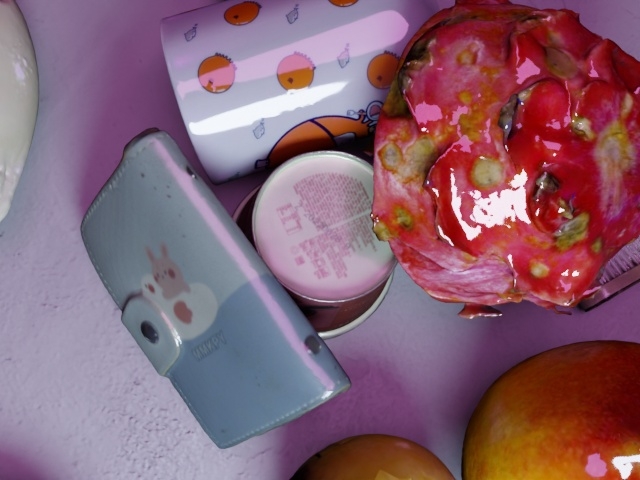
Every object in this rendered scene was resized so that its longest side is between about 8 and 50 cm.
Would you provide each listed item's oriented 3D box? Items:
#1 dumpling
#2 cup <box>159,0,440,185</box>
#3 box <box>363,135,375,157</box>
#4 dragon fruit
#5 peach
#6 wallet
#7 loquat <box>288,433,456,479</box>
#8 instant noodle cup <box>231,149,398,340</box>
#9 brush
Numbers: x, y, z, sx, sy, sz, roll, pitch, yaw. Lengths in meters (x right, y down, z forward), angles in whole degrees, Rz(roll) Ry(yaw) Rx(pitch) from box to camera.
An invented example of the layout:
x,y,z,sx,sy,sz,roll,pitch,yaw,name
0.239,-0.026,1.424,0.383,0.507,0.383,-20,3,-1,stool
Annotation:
x,y,z,sx,sy,sz,roll,pitch,yaw,name
-0.501,-0.182,0.978,0.316,0.233,0.395,-14,93,22,dumpling
-0.012,-0.216,0.978,0.317,0.212,0.212,-17,80,1,cup
0.192,-0.108,1.102,0.247,0.033,0.129,31,77,0,box
0.245,-0.085,0.891,0.371,0.249,0.386,-20,111,-41,dragon fruit
0.307,0.252,0.888,0.308,0.332,0.307,-1,75,3,peach
-0.146,0.072,0.924,0.360,0.252,0.083,54,43,3,wallet
0.056,0.333,0.884,0.235,0.235,0.235,1,77,-7,loquat
0.000,0.000,0.979,0.235,0.178,0.234,2,78,-9,instant noodle cup
0.485,0.000,1.101,0.327,0.070,0.065,-26,71,-13,brush
